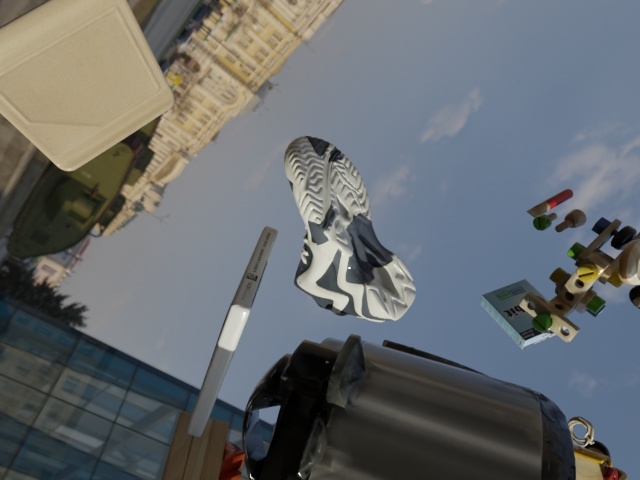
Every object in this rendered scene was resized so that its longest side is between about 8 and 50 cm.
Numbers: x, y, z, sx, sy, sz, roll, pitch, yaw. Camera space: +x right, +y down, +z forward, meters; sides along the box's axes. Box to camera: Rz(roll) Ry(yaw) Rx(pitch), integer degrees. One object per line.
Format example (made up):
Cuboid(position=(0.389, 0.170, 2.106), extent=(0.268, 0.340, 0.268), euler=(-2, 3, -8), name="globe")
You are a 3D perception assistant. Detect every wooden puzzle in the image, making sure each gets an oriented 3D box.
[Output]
Cuboid(position=(-0.345, -0.230, 0.714), extent=(0.221, 0.044, 0.239), euler=(-38, 157, -11), name="wooden puzzle")

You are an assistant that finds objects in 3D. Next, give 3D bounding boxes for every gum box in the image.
Cuboid(position=(0.571, 0.201, 1.390), extent=(0.157, 0.041, 0.184), euler=(-16, -138, -16), name="gum box")

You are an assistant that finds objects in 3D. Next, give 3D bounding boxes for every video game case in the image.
Cuboid(position=(-0.101, 0.099, 0.578), extent=(0.173, 0.022, 0.190), euler=(-81, -167, -62), name="video game case")

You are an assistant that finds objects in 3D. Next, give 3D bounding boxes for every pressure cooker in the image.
Cuboid(position=(0.084, 0.328, 0.682), extent=(0.375, 0.420, 0.370), euler=(46, 58, -71), name="pressure cooker")

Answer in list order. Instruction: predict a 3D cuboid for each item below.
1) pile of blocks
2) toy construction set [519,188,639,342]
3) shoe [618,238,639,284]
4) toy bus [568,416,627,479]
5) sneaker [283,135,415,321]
Cuboid(position=(-0.126, 0.337, 0.502), extent=(0.362, 0.112, 0.149), euler=(-105, -148, -69), name="pile of blocks")
Cuboid(position=(0.528, 0.064, 1.053), extent=(0.237, 0.309, 0.257), euler=(-23, 168, -26), name="toy construction set")
Cuboid(position=(0.581, 0.033, 0.840), extent=(0.058, 0.219, 0.077), euler=(1, -84, 57), name="shoe")
Cuboid(position=(0.448, 0.402, 0.816), extent=(0.191, 0.104, 0.202), euler=(57, -46, 31), name="toy bus")
Cuboid(position=(0.000, 0.000, 0.608), extent=(0.153, 0.235, 0.094), euler=(-21, -162, 50), name="sneaker")
